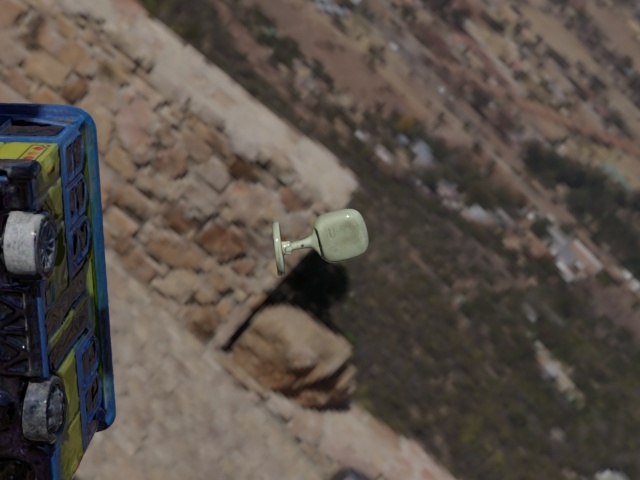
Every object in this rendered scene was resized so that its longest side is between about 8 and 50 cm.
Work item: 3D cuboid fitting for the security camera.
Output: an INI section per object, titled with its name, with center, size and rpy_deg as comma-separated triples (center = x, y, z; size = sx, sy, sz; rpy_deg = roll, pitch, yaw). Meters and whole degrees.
[security camera]
center = 0.000, 0.000, 1.375
size = 0.092, 0.058, 0.058
rpy_deg = -9, 38, -2

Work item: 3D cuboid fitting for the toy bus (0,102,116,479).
[toy bus]
center = -0.249, 0.052, 1.096
size = 0.138, 0.287, 0.175
rpy_deg = 2, 21, 7
